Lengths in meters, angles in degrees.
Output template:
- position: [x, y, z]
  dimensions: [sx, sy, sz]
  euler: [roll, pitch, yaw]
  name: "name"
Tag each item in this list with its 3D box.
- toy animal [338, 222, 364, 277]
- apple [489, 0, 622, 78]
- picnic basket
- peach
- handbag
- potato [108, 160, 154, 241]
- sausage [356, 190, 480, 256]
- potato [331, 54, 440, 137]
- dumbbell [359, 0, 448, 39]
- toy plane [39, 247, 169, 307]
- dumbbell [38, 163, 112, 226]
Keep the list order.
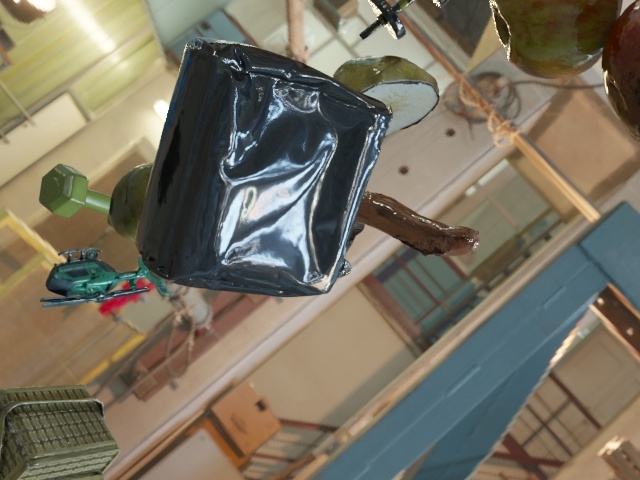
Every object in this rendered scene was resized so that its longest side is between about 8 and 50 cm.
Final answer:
- position: [0.000, 0.000, 2.180]
  dimensions: [0.303, 0.194, 0.344]
  euler: [28, -23, -15]
  name: "toy animal"
- position: [0.487, -0.492, 1.636]
  dimensions: [0.301, 0.301, 0.301]
  euler: [48, -11, 13]
  name: "apple"
- position: [-0.536, 0.420, 1.385]
  dimensions: [0.175, 0.313, 0.228]
  euler: [50, 18, 25]
  name: "picnic basket"
- position: [0.707, -0.315, 1.469]
  dimensions: [0.290, 0.372, 0.372]
  euler: [-17, -66, 53]
  name: "peach"
- position: [-0.076, -0.090, 1.007]
  dimensions: [0.275, 0.301, 0.178]
  euler: [9, 15, -31]
  name: "handbag"
- position: [-0.356, -0.079, 1.633]
  dimensions: [0.248, 0.143, 0.169]
  euler: [-24, -108, 47]
  name: "potato"
- position: [0.162, -0.029, 1.418]
  dimensions: [0.304, 0.078, 0.078]
  euler: [25, -25, 41]
  name: "sausage"
- position: [0.160, -0.420, 2.103]
  dimensions: [0.246, 0.300, 0.196]
  euler: [28, 46, -53]
  name: "potato"
- position: [0.237, -0.651, 2.083]
  dimensions: [0.143, 0.325, 0.143]
  euler: [52, 7, -9]
  name: "dumbbell"
- position: [-0.366, 0.064, 1.295]
  dimensions: [0.096, 0.235, 0.060]
  euler: [53, -51, 29]
  name: "toy plane"
- position: [-0.539, -0.093, 1.876]
  dimensions: [0.121, 0.108, 0.302]
  euler: [32, 5, 31]
  name: "dumbbell"
